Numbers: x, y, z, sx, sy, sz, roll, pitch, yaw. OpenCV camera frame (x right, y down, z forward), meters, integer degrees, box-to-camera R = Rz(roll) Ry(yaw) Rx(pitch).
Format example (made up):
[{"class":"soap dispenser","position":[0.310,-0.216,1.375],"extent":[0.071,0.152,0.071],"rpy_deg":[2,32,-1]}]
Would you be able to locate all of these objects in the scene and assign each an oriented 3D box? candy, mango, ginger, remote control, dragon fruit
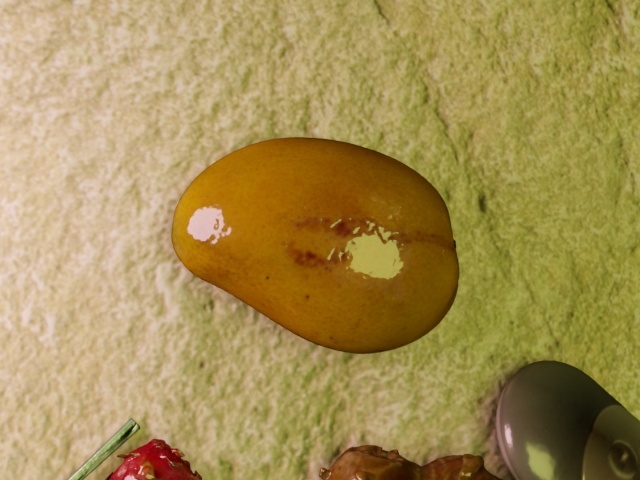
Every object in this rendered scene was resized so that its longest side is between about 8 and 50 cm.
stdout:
[{"class":"candy","position":[-0.327,0.315,1.200],"extent":[0.073,0.077,0.262],"rpy_deg":[40,64,16]},{"class":"mango","position":[0.000,0.000,1.248],"extent":[0.378,0.221,0.264],"rpy_deg":[14,81,-3]},{"class":"ginger","position":[0.160,0.413,1.260],"extent":[0.357,0.152,0.274],"rpy_deg":[8,80,-12]},{"class":"remote control","position":[0.378,0.309,1.344],"extent":[0.332,0.103,0.221],"rpy_deg":[40,49,-5]},{"class":"dragon fruit","position":[-0.207,0.333,1.191],"extent":[0.133,0.136,0.166],"rpy_deg":[-23,78,17]}]
